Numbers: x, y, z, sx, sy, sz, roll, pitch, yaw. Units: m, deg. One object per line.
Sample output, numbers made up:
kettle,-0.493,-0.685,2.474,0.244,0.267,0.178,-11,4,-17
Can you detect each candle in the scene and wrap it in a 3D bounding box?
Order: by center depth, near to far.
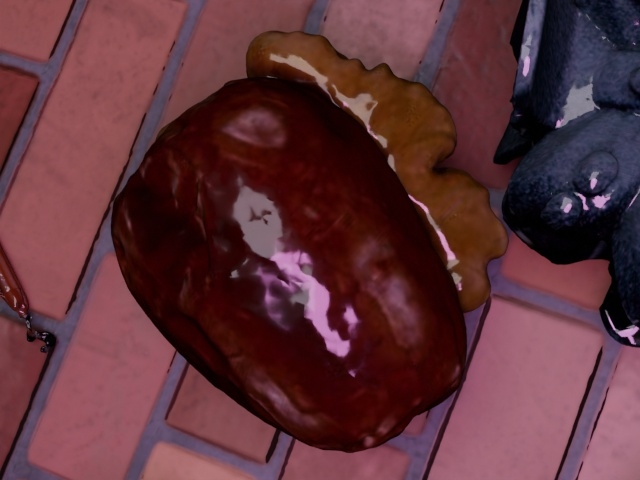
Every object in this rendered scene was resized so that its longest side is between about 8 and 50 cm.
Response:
candle,-0.255,0.021,1.101,0.026,0.021,0.167,-37,72,15

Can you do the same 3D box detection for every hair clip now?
hair clip,0.222,-0.089,0.920,0.206,0.194,0.310,16,80,6

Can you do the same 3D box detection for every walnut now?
walnut,0.000,0.000,0.946,0.244,0.222,0.269,-41,86,-14
